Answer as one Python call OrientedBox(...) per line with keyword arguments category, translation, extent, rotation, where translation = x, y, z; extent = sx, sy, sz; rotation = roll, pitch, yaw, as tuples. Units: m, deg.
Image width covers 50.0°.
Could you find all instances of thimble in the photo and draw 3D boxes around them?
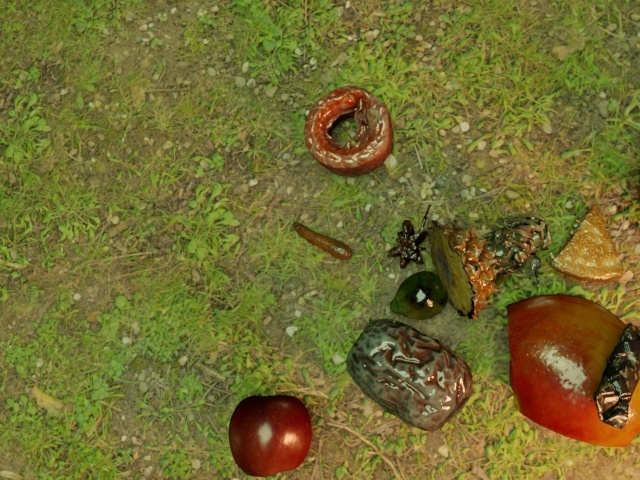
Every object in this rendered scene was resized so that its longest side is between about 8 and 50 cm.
OrientedBox(category="thimble", translation=(0.080, -0.289, 1.846), extent=(0.239, 0.162, 0.240), rotation=(-2, 84, 14))

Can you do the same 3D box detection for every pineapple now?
OrientedBox(category="pineapple", translation=(0.433, 0.031, 1.660), extent=(0.271, 0.262, 0.263), rotation=(-20, 79, -7))

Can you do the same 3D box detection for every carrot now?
OrientedBox(category="carrot", translation=(0.000, 0.000, 1.896), extent=(0.191, 0.047, 0.047), rotation=(26, 90, 20))

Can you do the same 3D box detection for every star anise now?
OrientedBox(category="star anise", translation=(0.248, -0.011, 1.818), extent=(0.097, 0.070, 0.191), rotation=(29, 103, 25))

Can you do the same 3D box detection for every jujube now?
OrientedBox(category="jujube", translation=(0.218, 0.330, 1.723), extent=(0.317, 0.226, 0.226), rotation=(34, 92, 20))

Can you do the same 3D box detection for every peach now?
OrientedBox(category="peach", translation=(0.595, 0.290, 1.619), extent=(0.380, 0.242, 0.307), rotation=(23, 94, 15))

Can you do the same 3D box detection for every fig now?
OrientedBox(category="fig", translation=(0.249, 0.154, 1.795), extent=(0.156, 0.123, 0.123), rotation=(-38, 73, 45))

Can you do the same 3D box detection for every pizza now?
OrientedBox(category="pizza", translation=(0.674, 0.006, 1.727), extent=(0.188, 0.062, 0.199), rotation=(13, 80, 2))

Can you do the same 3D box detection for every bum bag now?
OrientedBox(category="bum bag", translation=(0.650, 0.280, 1.470), extent=(0.102, 0.069, 0.248), rotation=(38, 63, -9))

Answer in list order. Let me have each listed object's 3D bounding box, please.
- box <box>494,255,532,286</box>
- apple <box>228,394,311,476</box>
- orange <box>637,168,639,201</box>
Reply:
OrientedBox(category="box", translation=(0.472, 0.049, 1.767), extent=(0.156, 0.022, 0.089), rotation=(-43, 95, 11))
OrientedBox(category="apple", translation=(-0.129, 0.498, 1.775), extent=(0.218, 0.218, 0.202), rotation=(-11, 78, 12))
OrientedBox(category="orange", translation=(0.882, -0.166, 1.613), extent=(0.270, 0.210, 0.369), rotation=(28, 92, -8))
